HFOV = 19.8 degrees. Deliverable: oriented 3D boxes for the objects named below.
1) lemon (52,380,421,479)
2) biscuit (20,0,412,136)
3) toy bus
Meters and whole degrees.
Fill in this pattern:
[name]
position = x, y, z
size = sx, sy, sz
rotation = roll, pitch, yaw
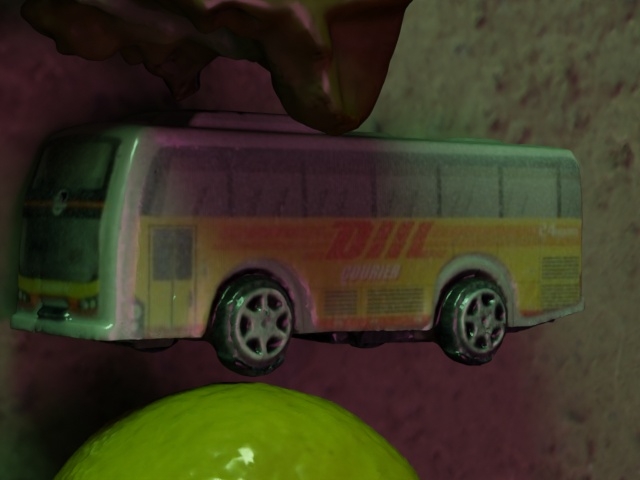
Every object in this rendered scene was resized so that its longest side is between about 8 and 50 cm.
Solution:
[lemon]
position = -0.037, 0.147, 0.734
size = 0.178, 0.203, 0.178
rotation = 9, 66, -21
[biscuit]
position = -0.123, -0.158, 0.619
size = 0.366, 0.115, 0.268
rotation = -9, 102, -34
[toy bus]
position = 0.000, 0.000, 0.790
size = 0.268, 0.092, 0.106
rotation = 0, 92, -39
